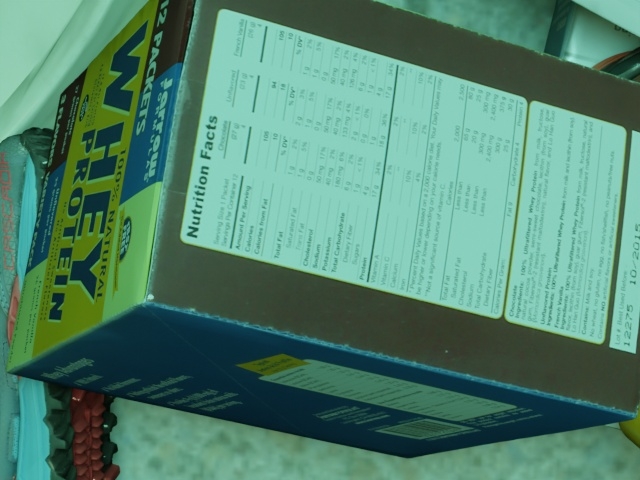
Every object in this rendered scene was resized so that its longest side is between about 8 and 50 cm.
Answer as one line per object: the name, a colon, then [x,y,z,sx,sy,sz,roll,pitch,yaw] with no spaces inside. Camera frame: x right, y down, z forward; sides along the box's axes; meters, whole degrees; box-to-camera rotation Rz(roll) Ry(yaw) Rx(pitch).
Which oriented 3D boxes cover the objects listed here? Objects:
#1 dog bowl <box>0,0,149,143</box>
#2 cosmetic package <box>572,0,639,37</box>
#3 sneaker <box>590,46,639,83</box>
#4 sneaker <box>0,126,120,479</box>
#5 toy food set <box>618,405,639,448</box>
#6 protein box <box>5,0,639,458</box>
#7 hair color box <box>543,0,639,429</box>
dog bowl: [-0.237,-0.133,0.695,0.408,0.408,0.150,-47,71,2]
cosmetic package: [0.132,-0.140,0.701,0.060,0.239,0.099,16,106,-38]
sneaker: [0.186,-0.076,0.728,0.158,0.065,0.061,-26,90,3]
sneaker: [-0.167,0.074,0.824,0.125,0.104,0.262,5,98,12]
toy food set: [0.207,0.002,0.688,0.111,0.104,0.232,33,96,-39]
protein box: [0.000,0.000,0.702,0.201,0.200,0.136,15,73,-20]
hair color box: [0.205,-0.087,0.817,0.185,0.113,0.375,14,91,1]
